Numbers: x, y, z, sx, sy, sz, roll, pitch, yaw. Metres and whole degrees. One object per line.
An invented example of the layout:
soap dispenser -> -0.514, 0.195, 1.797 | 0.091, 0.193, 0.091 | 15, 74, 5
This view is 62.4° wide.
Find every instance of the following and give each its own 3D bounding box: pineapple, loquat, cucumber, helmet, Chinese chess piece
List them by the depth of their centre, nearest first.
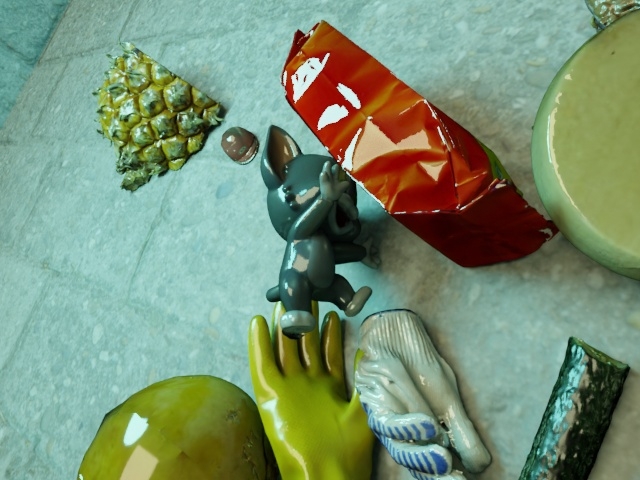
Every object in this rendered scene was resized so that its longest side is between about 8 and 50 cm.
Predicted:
Chinese chess piece -> 0.317, -0.083, 0.459 | 0.251, 0.097, 0.250 | -3, 80, 16
cucumber -> 0.217, 0.196, 0.484 | 0.058, 0.052, 0.214 | 14, 77, 63
loquat -> -0.163, 0.280, 0.629 | 0.235, 0.235, 0.234 | -19, 57, 31
helmet -> -0.159, -0.185, 0.995 | 0.065, 0.049, 0.084 | -50, 46, 5
pineapple -> -0.416, -0.260, 1.135 | 0.344, 0.209, 0.286 | 33, 90, 43

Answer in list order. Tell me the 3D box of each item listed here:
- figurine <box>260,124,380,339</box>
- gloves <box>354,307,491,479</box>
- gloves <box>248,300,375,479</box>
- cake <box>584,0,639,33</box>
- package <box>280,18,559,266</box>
figurine -> -0.004, 0.004, 0.662 | 0.140, 0.193, 0.265 | -6, 59, 38
gloves -> 0.103, 0.175, 0.562 | 0.229, 0.119, 0.097 | -109, 25, -48
gloves -> -0.009, 0.191, 0.617 | 0.116, 0.133, 0.294 | -35, 50, 35
cake -> 0.402, -0.310, 0.552 | 0.295, 0.116, 0.112 | -45, 48, 12
package -> 0.095, -0.118, 0.650 | 0.123, 0.196, 0.423 | -49, 47, 14
